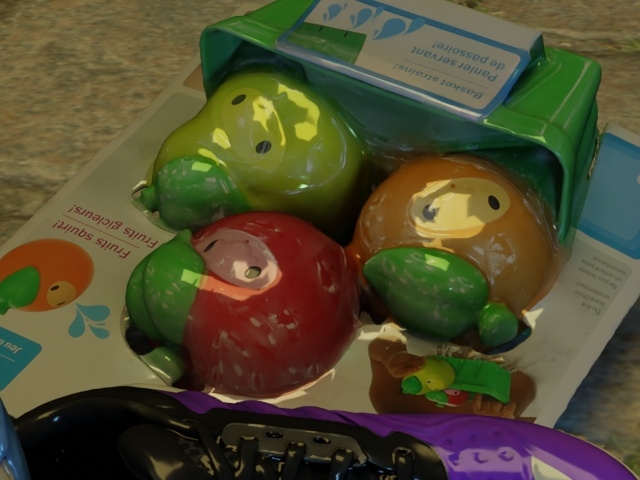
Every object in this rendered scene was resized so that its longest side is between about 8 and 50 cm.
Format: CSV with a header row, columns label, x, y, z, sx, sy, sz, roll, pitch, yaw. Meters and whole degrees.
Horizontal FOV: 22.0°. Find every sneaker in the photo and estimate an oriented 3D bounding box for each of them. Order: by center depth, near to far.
label,x,y,z,sx,sy,sz,roll,pitch,yaw
sneaker,-0.015,0.117,0.686,0.293,0.102,0.146,3,-5,22

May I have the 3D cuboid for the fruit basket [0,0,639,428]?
label,x,y,z,sx,sy,sz,roll,pitch,yaw
fruit basket,0.000,0.000,0.895,0.327,0.165,0.353,23,44,23

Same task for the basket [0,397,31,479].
label,x,y,z,sx,sy,sz,roll,pitch,yaw
basket,-0.220,0.080,0.611,0.201,0.254,0.289,-31,13,-4
